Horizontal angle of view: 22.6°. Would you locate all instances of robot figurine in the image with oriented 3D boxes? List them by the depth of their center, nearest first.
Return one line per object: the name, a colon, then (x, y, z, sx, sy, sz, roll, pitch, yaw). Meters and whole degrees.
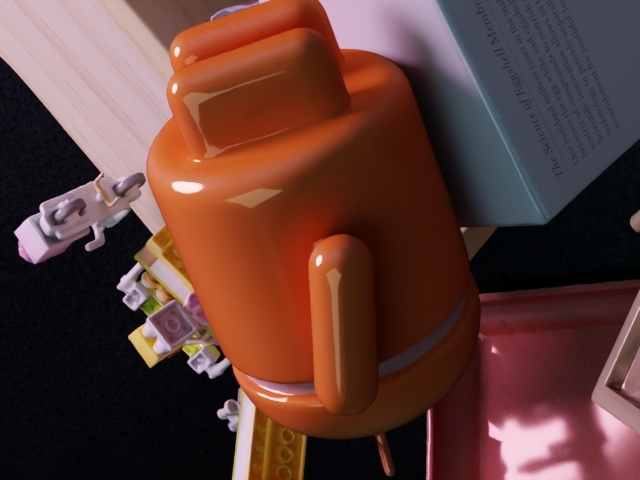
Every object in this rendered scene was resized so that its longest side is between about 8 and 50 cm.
robot figurine: (0.000, 0.001, 0.735, 0.158, 0.128, 0.219, 17, 137, 48)

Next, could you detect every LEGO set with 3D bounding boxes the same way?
LEGO set: (-0.073, 0.095, 0.958, 0.287, 0.132, 0.107, 63, 144, 11)

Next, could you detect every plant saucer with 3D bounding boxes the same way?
plant saucer: (0.187, 0.156, 1.010, 0.258, 0.048, 0.259, -7, 75, 35)

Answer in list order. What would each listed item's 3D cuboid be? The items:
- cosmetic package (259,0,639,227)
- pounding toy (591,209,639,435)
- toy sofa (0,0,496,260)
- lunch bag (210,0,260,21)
cosmetic package: (0.090, -0.157, 0.795, 0.138, 0.225, 0.224, -2, 121, 54)
pounding toy: (0.245, 0.022, 0.906, 0.094, 0.181, 0.206, 23, 94, -14)
toy sofa: (-0.054, -0.106, 0.989, 0.362, 0.150, 0.177, 50, 138, -7)
lunch bag: (-0.022, -0.086, 0.844, 0.053, 0.071, 0.083, -11, 99, 7)
